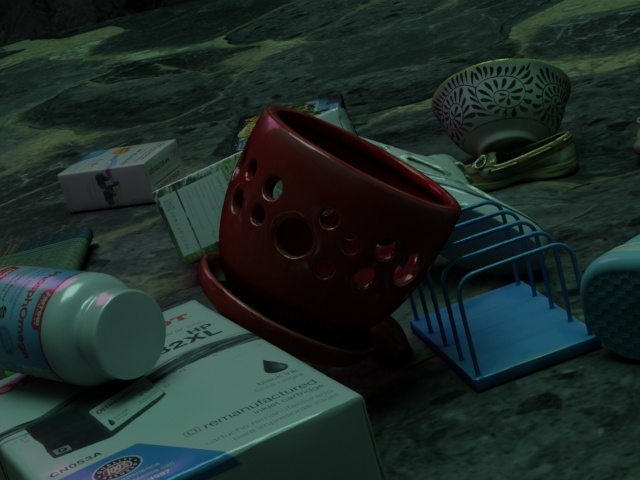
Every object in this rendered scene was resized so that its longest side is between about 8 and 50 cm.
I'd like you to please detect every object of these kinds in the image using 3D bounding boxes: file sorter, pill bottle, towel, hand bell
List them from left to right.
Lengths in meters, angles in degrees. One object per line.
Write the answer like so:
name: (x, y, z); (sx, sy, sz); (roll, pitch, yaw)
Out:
towel: (-0.418, 0.079, 1.757); (0.271, 0.040, 0.370); (-13, 17, 3)
pill bottle: (-0.193, 0.065, 1.133); (0.160, 0.087, 0.087); (3, 25, 46)
hand bell: (0.019, 0.059, 1.421); (0.126, 0.126, 0.242); (-22, 33, -19)
file sorter: (0.151, 0.041, 1.317); (0.118, 0.104, 0.170); (-18, 18, -11)

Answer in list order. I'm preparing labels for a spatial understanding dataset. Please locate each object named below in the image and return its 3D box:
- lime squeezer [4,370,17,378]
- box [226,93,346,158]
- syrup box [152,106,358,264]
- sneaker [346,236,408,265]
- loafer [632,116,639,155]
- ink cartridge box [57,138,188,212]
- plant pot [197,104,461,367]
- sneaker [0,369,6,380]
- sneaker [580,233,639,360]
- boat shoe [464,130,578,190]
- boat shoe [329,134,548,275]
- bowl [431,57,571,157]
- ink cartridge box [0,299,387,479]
lime squeezer: (-0.122, 0.116, 1.346); (0.310, 0.059, 0.110); (-18, 46, -9)
box: (-0.043, -0.140, 2.080); (0.159, 0.044, 0.233); (-13, 19, 6)
syrup box: (-0.061, -0.061, 1.694); (0.237, 0.093, 0.096); (-24, -1, 8)
sneaker: (0.055, -0.017, 1.617); (0.192, 0.064, 0.086); (1, 29, 47)
loafer: (0.438, -0.171, 1.724); (0.102, 0.092, 0.268); (1, 24, 39)
ink cartridge box: (-0.262, -0.093, 2.088); (0.181, 0.061, 0.104); (-6, 21, 24)
plant pot: (0.000, 0.000, 1.270); (0.191, 0.174, 0.191); (26, 14, -7)
sneaker: (-0.302, 0.111, 1.464); (0.292, 0.108, 0.169); (-13, 22, 10)
sneaker: (0.390, 0.009, 1.194); (0.319, 0.127, 0.208); (2, 27, 40)
boat shoe: (0.222, -0.093, 1.733); (0.153, 0.048, 0.056); (-8, 20, 19)
boat shoe: (0.112, -0.044, 1.497); (0.267, 0.096, 0.088); (16, 54, 26)
bowl: (0.222, -0.140, 1.778); (0.170, 0.080, 0.170); (-5, -26, -2)
ink cartridge box: (-0.117, 0.169, 1.116); (0.223, 0.129, 0.307); (-23, 20, -22)
